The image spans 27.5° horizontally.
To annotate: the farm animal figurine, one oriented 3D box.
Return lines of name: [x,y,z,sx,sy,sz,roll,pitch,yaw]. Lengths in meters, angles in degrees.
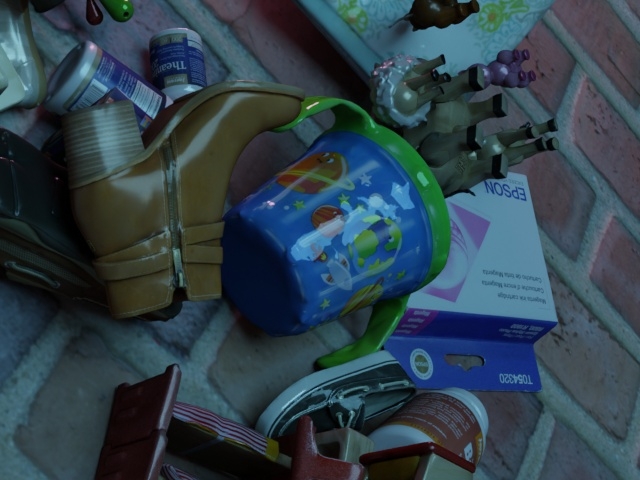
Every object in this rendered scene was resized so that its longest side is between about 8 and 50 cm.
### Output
farm animal figurine: [0.169,-0.165,1.755,0.330,0.172,0.326,54,36,-29]

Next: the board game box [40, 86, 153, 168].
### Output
board game box: [-0.212,-0.077,1.463,0.170,0.141,0.048,43,47,-21]

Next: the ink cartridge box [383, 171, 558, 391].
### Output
ink cartridge box: [0.202,0.045,1.848,0.324,0.071,0.330,7,65,-42]

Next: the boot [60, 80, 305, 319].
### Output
boot: [-0.122,-0.047,1.364,0.283,0.109,0.220,-15,93,-35]

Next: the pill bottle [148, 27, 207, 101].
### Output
pill bottle: [-0.174,-0.195,1.610,0.067,0.067,0.120,9,65,-41]

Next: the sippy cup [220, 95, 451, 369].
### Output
sippy cup: [0.000,0.000,1.582,0.224,0.240,0.305,-30,83,-35]

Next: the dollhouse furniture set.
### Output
dollhouse furniture set: [-0.042,0.215,1.316,0.201,0.374,0.152,30,57,-32]

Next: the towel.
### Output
towel: [0.143,-0.369,1.834,0.320,0.090,0.374,-47,120,-4]

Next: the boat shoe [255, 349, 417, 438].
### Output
boat shoe: [0.024,0.196,1.565,0.219,0.077,0.070,-21,53,-34]

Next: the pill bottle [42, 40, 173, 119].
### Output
pill bottle: [-0.229,-0.147,1.516,0.169,0.094,0.094,35,50,-26]

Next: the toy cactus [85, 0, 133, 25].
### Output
toy cactus: [-0.304,-0.347,1.559,0.180,0.112,0.219,-16,84,-27]

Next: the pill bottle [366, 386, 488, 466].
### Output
pill bottle: [0.134,0.256,1.621,0.121,0.121,0.216,63,27,1]

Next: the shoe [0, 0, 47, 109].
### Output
shoe: [-0.364,-0.250,1.452,0.058,0.076,0.219,-13,82,-51]

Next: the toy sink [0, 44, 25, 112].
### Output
toy sink: [-0.407,-0.180,1.301,0.234,0.131,0.152,-30,93,-33]

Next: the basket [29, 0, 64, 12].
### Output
basket: [-0.320,-0.390,1.387,0.227,0.154,0.204,47,40,-27]

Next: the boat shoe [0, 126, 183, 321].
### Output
boat shoe: [-0.284,-0.008,1.380,0.324,0.120,0.122,38,41,-36]
